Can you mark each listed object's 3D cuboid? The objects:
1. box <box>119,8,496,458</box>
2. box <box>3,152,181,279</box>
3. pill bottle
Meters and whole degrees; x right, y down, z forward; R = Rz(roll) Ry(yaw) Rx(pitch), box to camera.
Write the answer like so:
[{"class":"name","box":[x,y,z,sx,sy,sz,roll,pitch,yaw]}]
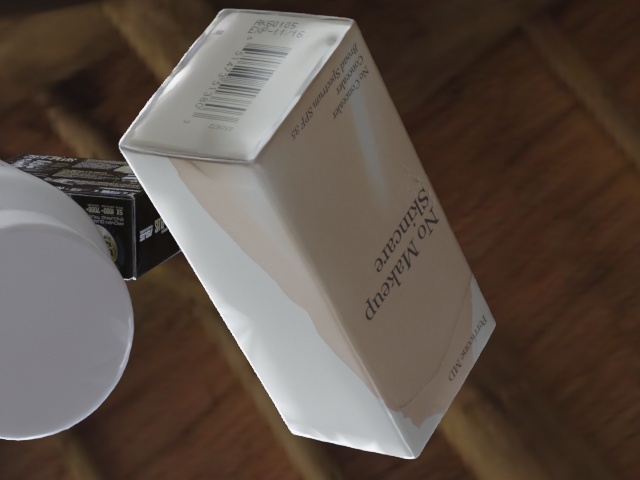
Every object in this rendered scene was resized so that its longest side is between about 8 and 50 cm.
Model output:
[{"class":"box","box":[0.000,0.000,1.354,0.121,0.148,0.311,9,-37,36]},{"class":"box","box":[-0.224,-0.024,1.754,0.180,0.147,0.077,5,-75,16]},{"class":"pill bottle","box":[-0.176,0.024,0.971,0.229,0.131,0.131,-159,-122,-66]}]
